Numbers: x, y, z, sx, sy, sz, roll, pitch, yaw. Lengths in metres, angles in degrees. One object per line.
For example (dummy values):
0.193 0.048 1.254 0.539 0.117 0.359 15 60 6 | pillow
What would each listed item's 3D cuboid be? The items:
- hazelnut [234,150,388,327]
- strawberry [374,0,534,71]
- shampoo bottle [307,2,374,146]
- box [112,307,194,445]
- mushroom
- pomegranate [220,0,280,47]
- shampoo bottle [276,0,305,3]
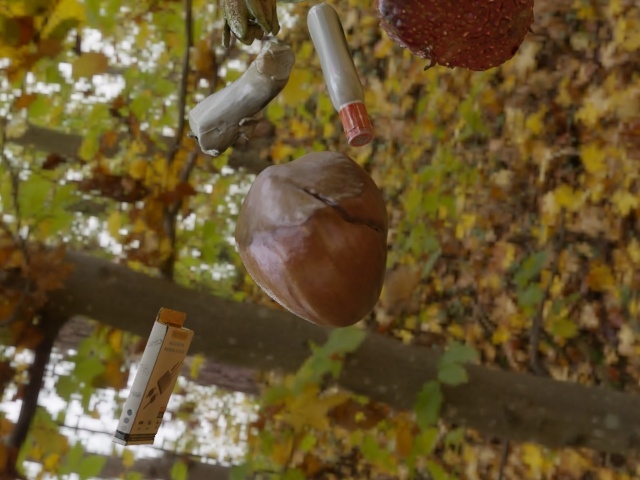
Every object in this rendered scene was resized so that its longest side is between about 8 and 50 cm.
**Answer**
0.000 0.000 2.143 0.372 0.315 0.372 29 -126 -50 | hazelnut
0.264 -0.455 2.112 0.343 0.292 0.292 -31 -45 -32 | strawberry
0.032 -0.243 1.565 0.108 0.051 0.220 67 -173 -67 | shampoo bottle
-0.290 0.244 1.858 0.129 0.033 0.247 31 -102 -73 | box
-0.130 -0.230 1.714 0.096 0.278 0.099 -8 -111 -46 | mushroom
-0.123 -0.412 1.391 0.301 0.236 0.236 66 -162 -6 | pomegranate
-0.084 -0.586 1.795 0.222 0.151 0.349 -103 10 -81 | shampoo bottle
